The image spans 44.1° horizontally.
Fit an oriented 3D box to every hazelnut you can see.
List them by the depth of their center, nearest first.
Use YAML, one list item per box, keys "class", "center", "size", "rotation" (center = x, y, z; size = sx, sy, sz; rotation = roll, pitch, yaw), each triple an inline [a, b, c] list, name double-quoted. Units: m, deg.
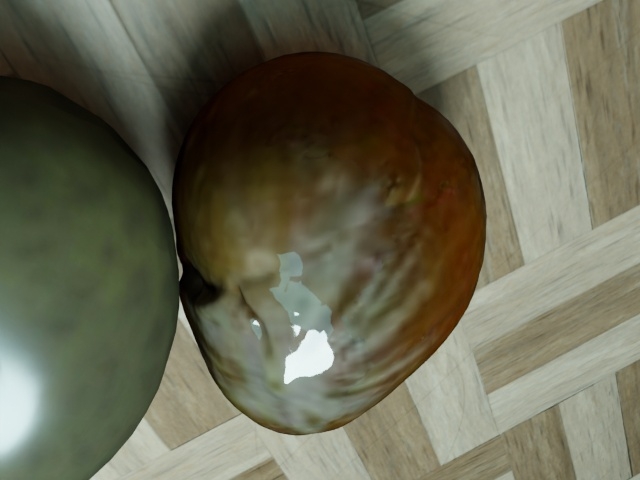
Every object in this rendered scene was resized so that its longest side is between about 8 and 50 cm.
- class: "hazelnut"
  center: [0.000, 0.000, 0.768]
  size: [0.315, 0.372, 0.372]
  rotation: [-5, 129, 16]

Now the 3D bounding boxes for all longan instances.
- class: "longan"
  center: [-0.295, 0.062, 0.669]
  size: [0.404, 0.336, 0.404]
  rotation: [-51, 163, -22]
